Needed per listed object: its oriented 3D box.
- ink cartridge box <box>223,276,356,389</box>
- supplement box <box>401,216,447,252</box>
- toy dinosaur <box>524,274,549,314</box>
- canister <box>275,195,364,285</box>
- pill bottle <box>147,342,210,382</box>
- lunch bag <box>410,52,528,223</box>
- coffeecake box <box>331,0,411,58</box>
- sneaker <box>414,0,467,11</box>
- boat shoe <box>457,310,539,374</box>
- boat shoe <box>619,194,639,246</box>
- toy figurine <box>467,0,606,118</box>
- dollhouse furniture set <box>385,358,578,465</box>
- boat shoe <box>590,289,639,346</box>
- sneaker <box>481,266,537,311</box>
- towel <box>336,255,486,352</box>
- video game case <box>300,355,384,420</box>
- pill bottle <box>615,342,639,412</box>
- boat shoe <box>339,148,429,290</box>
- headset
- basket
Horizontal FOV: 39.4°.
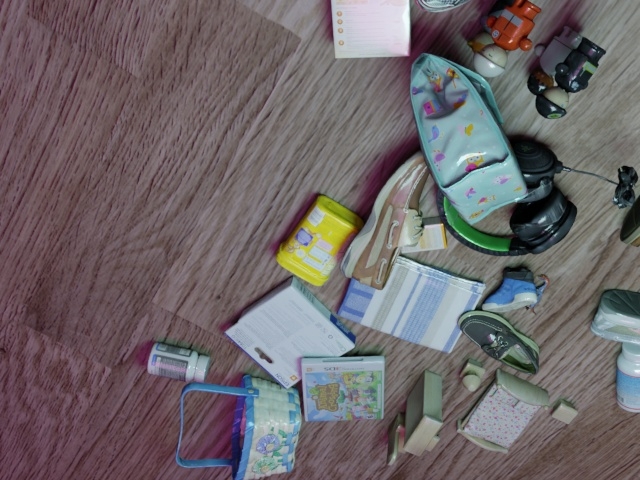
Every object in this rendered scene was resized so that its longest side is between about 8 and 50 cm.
[{"bbox_3d":[-0.071,0.218,2.073,0.224,0.045,0.223,-35,111,26],"label":"ink cartridge box"},{"bbox_3d":[0.216,-0.012,1.896,0.099,0.036,0.062,-6,119,12],"label":"supplement box"},{"bbox_3d":[0.471,0.112,1.946,0.082,0.047,0.090,-41,141,18],"label":"toy dinosaur"},{"bbox_3d":[0.000,0.000,1.915,0.126,0.073,0.170,31,119,-11],"label":"canister"},{"bbox_3d":[-0.339,0.296,2.142,0.137,0.078,0.078,13,122,1],"label":"pill bottle"},{"bbox_3d":[0.255,-0.193,1.615,0.160,0.262,0.223,-26,156,12],"label":"lunch bag"},{"bbox_3d":[0.094,-0.435,1.637,0.143,0.068,0.185,0,121,8],"label":"coffeecake box"},{"bbox_3d":[0.292,-0.492,1.548,0.299,0.112,0.120,-26,114,22],"label":"sneaker"},{"bbox_3d":[0.403,0.229,1.978,0.224,0.073,0.080,30,118,-23],"label":"boat shoe"},{"bbox_3d":[0.709,-0.094,1.729,0.105,0.110,0.307,28,121,-7],"label":"boat shoe"},{"bbox_3d":[0.370,-0.329,1.577,0.213,0.209,0.148,29,109,-10],"label":"toy figurine"},{"bbox_3d":[0.371,0.468,2.087,0.356,0.173,0.303,24,122,-6],"label":"dollhouse furniture set"},{"bbox_3d":[0.745,0.198,1.906,0.321,0.118,0.103,14,128,4],"label":"boat shoe"},{"bbox_3d":[0.407,0.104,1.934,0.058,0.084,0.152,10,160,-26],"label":"sneaker"},{"bbox_3d":[0.200,0.132,1.989,0.285,0.034,0.209,19,122,-3],"label":"towel"},{"bbox_3d":[0.054,0.354,2.119,0.194,0.023,0.212,-2,131,1],"label":"video game case"},{"bbox_3d":[0.703,0.297,1.983,0.087,0.087,0.160,-4,121,11],"label":"pill bottle"},{"bbox_3d":[0.160,-0.037,1.818,0.116,0.123,0.324,35,118,12],"label":"boat shoe"},{"bbox_3d":[0.414,-0.076,1.741,0.394,0.185,0.243,-13,119,29],"label":"headset"},{"bbox_3d":[-0.196,0.446,2.140,0.289,0.201,0.254,5,123,-6],"label":"basket"}]
